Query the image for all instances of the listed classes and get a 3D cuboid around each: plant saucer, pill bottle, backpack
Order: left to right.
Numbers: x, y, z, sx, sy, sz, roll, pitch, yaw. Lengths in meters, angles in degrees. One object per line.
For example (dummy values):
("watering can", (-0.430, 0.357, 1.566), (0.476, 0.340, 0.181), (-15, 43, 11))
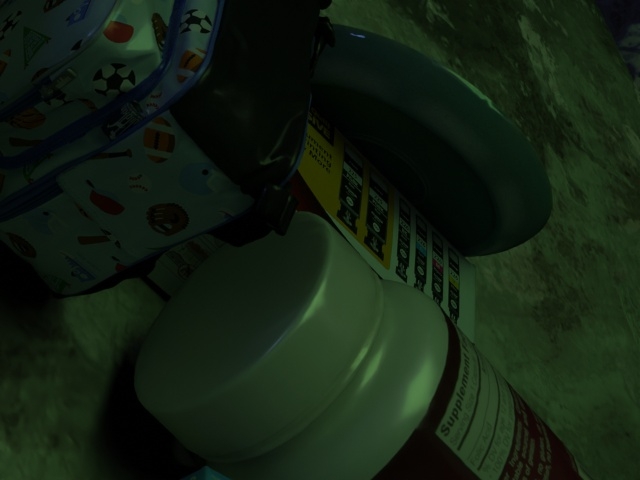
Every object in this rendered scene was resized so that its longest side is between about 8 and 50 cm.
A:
("backpack", (-0.142, -0.092, 1.006), (0.213, 0.263, 0.276), (41, 33, -21))
("plant saucer", (0.064, -0.079, 1.322), (0.317, 0.317, 0.044), (44, 64, -25))
("pill bottle", (0.055, 0.174, 1.092), (0.392, 0.224, 0.224), (46, 31, -26))

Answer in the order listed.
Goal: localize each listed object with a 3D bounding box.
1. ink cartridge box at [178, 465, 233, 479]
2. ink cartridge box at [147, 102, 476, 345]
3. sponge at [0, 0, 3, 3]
("ink cartridge box", (-0.093, 0.253, 0.920), (0.061, 0.104, 0.181), (36, 36, -36))
("ink cartridge box", (0.000, 0.000, 1.278), (0.309, 0.130, 0.272), (44, 31, -26))
("sponge", (-0.266, -0.183, 1.132), (0.210, 0.031, 0.117), (38, 36, -33))
